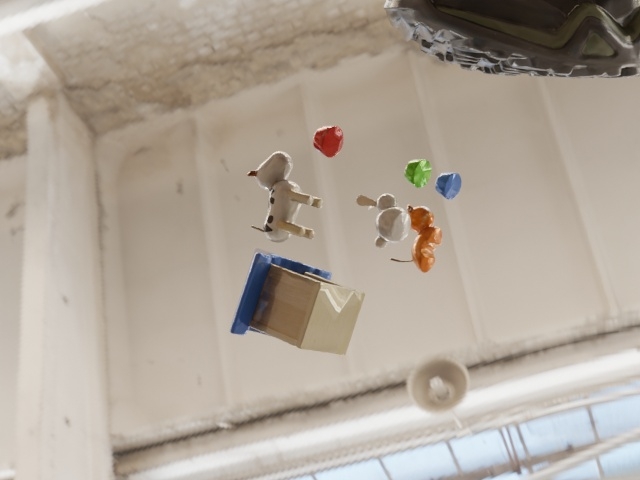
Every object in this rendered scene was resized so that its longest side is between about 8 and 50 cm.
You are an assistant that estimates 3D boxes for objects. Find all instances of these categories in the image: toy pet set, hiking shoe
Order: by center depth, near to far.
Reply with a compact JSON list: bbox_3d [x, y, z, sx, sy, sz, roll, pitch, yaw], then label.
[{"bbox_3d":[0.130,-0.128,0.476,0.227,0.114,0.086,-4,-170,-23],"label":"hiking shoe"},{"bbox_3d":[0.000,0.000,0.572,0.065,0.122,0.114,20,-88,39],"label":"toy pet set"}]
